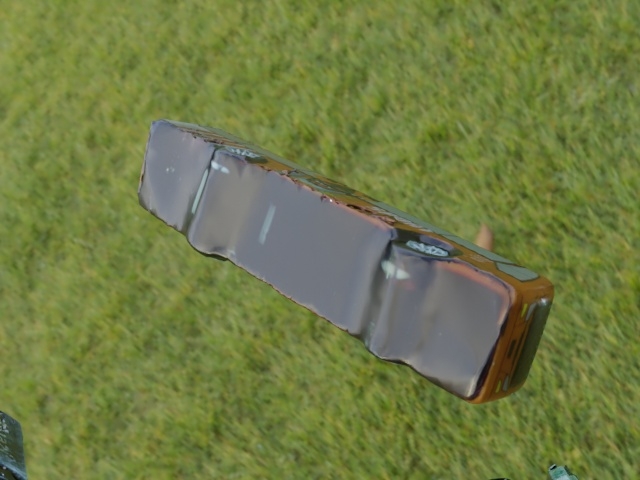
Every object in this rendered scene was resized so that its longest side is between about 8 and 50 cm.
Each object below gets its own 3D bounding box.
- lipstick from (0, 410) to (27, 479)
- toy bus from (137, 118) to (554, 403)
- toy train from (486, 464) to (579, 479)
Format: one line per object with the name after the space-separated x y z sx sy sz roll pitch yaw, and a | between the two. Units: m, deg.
-0.245 0.210 0.859 0.051 0.051 0.312 -49 24 3 | lipstick
0.000 0.000 0.884 0.409 0.092 0.093 29 108 43 | toy bus
0.170 0.257 0.655 0.116 0.285 0.177 -33 24 1 | toy train
